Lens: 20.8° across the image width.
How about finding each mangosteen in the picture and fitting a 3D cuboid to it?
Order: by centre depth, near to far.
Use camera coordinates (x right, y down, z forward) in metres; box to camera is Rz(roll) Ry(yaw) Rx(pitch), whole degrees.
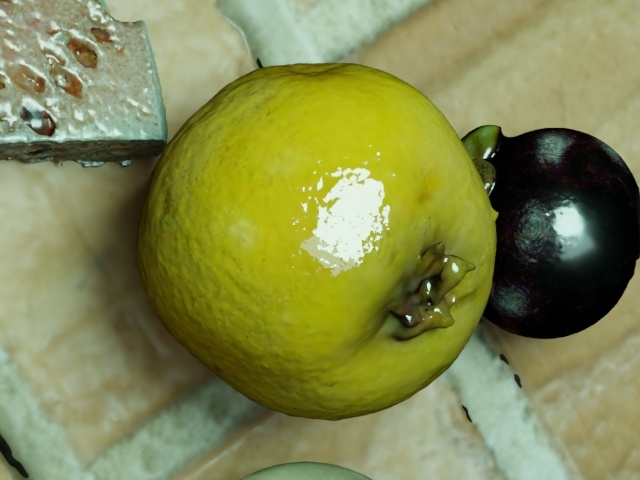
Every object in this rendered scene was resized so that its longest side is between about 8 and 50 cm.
[{"bbox_3d":[0.126,-0.010,1.093,0.151,0.137,0.137,18,84,-1],"label":"mangosteen"}]

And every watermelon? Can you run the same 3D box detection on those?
[{"bbox_3d":[-0.189,-0.098,0.983,0.241,0.094,0.154,14,76,-24],"label":"watermelon"}]

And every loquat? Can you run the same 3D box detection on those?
[{"bbox_3d":[0.000,0.000,0.991,0.208,0.208,0.208,-1,92,-23],"label":"loquat"}]

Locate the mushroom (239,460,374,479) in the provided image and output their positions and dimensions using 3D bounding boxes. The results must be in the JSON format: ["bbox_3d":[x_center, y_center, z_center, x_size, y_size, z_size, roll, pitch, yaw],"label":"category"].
[{"bbox_3d":[-0.014,0.243,1.021,0.226,0.178,0.226,0,90,-56],"label":"mushroom"}]
